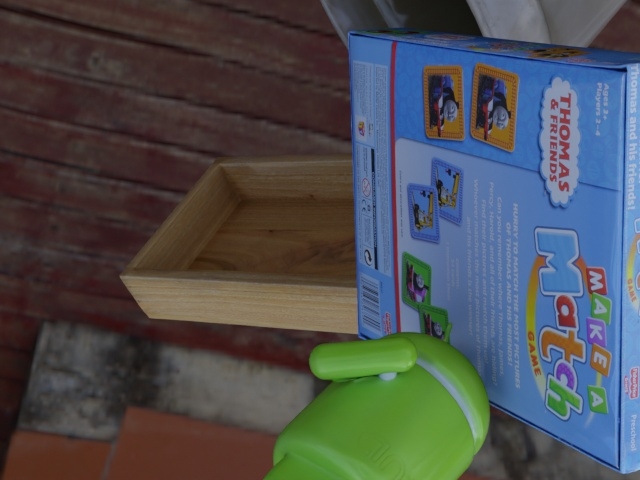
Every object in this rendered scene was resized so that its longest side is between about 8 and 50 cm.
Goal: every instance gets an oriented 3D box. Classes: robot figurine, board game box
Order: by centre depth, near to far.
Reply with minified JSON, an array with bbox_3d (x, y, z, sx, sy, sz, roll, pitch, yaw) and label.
[{"bbox_3d":[0.026,0.085,0.569,0.067,0.115,0.101,20,138,36],"label":"robot figurine"},{"bbox_3d":[0.079,-0.008,0.600,0.039,0.211,0.160,-9,105,-25],"label":"board game box"}]

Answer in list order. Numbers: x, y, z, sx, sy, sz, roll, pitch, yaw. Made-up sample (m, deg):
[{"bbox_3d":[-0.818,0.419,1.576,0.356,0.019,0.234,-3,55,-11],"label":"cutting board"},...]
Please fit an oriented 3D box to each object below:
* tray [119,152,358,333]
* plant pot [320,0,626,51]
[{"bbox_3d":[0.000,0.000,1.405,0.411,0.203,0.076,2,134,40],"label":"tray"},{"bbox_3d":[0.176,-0.283,1.280,0.280,0.323,0.323,-34,134,-15],"label":"plant pot"}]
